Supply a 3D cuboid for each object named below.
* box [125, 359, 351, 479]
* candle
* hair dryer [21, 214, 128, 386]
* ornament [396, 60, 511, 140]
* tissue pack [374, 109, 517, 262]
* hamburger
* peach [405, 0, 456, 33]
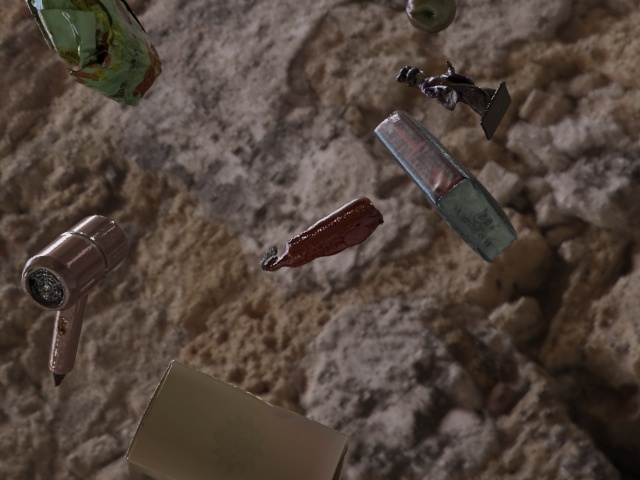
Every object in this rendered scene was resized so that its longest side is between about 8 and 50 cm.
[{"bbox_3d":[-0.080,0.200,0.877,0.212,0.168,0.095,117,175,-68],"label":"box"},{"bbox_3d":[0.000,0.000,1.191,0.162,0.053,0.048,-28,-6,4],"label":"candle"},{"bbox_3d":[-0.445,0.138,1.712,0.189,0.107,0.344,-54,-17,-58],"label":"hair dryer"},{"bbox_3d":[0.224,-0.262,1.660,0.081,0.203,0.088,-54,-28,-4],"label":"ornament"},{"bbox_3d":[0.255,-0.119,1.997,0.103,0.315,0.228,-43,-52,8],"label":"tissue pack"},{"bbox_3d":[-0.330,-0.311,1.366,0.125,0.235,0.214,-30,-17,-1],"label":"hamburger"},{"bbox_3d":[0.178,-0.373,1.566,0.083,0.083,0.083,-19,-52,-26],"label":"peach"}]
